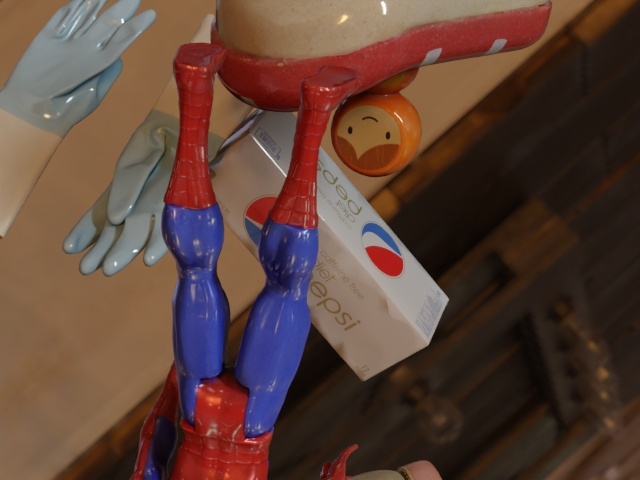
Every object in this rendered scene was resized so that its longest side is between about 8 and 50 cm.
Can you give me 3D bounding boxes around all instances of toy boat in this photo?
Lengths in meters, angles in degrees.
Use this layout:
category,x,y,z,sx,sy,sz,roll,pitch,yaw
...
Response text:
category,x,y,z,sx,sy,sz,roll,pitch,yaw
toy boat,0.036,-0.114,1.028,0.151,0.231,0.151,20,-64,43

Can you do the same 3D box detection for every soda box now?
category,x,y,z,sx,sy,sz,roll,pitch,yaw
soda box,0.000,0.000,1.233,0.216,0.074,0.069,50,33,-12

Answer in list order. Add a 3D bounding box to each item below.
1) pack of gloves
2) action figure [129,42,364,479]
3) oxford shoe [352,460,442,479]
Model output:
category,x,y,z,sx,sy,sz,roll,pitch,yaw
pack of gloves,-0.153,-0.077,1.190,0.195,0.232,0.046,23,-23,21
action figure,-0.030,0.049,0.729,0.091,0.280,0.139,11,18,9
oxford shoe,0.095,0.406,1.686,0.397,0.146,0.140,-110,-160,-51
